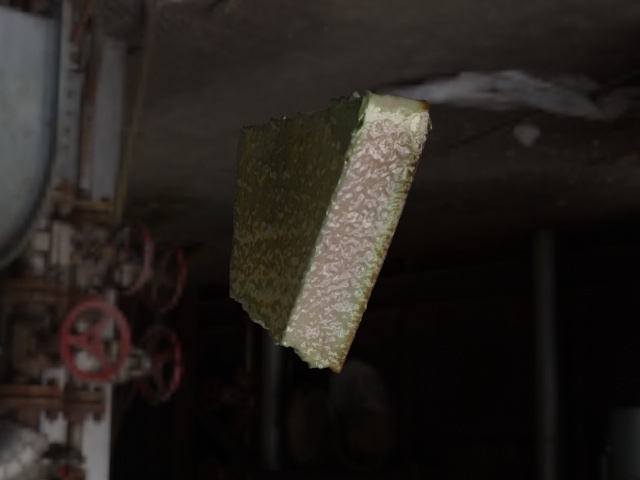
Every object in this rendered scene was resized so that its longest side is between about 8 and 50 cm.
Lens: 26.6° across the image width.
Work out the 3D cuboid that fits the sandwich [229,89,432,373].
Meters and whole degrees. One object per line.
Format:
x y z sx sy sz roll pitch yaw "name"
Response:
0.000 0.000 0.833 0.058 0.162 0.193 5 175 -24 "sandwich"
